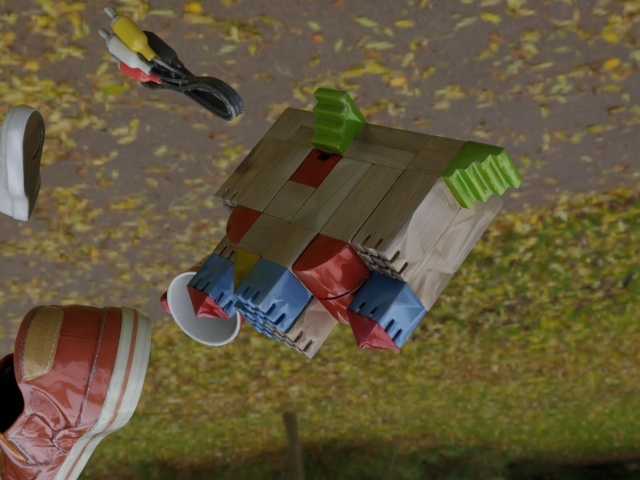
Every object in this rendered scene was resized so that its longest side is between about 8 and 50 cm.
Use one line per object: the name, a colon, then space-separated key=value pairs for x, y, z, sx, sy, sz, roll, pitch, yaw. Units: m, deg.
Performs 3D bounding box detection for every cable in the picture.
cable: x=-0.233 y=-0.243 z=1.432 sx=0.072 sy=0.287 sz=0.139 roll=-35 pitch=152 yaw=-26

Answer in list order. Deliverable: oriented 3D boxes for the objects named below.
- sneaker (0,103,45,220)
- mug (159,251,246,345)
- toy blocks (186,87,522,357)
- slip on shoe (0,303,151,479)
sneaker: x=-0.480 y=-0.115 z=1.377 sx=0.123 sy=0.106 sz=0.290 roll=19 pitch=151 yaw=-11
mug: x=-0.138 y=0.050 z=1.313 sx=0.150 sy=0.113 sz=0.169 roll=18 pitch=-147 yaw=19
toy blocks: x=0.000 y=0.000 z=0.997 sx=0.381 sy=0.261 sz=0.191 roll=19 pitch=155 yaw=47
slip on shoe: x=-0.232 y=0.135 z=0.778 sx=0.101 sy=0.123 sz=0.331 roll=15 pitch=149 yaw=-20
